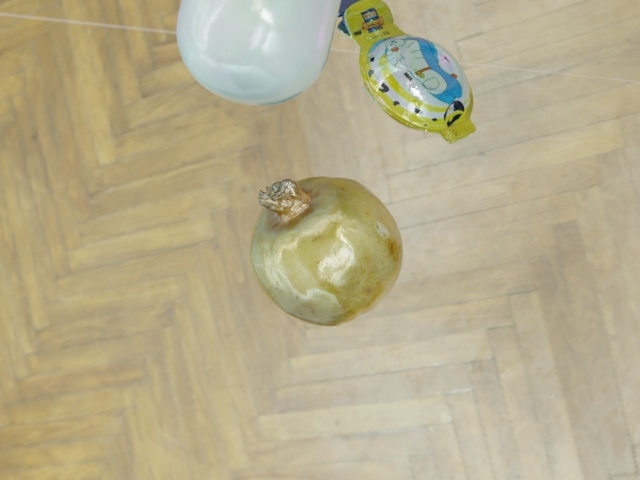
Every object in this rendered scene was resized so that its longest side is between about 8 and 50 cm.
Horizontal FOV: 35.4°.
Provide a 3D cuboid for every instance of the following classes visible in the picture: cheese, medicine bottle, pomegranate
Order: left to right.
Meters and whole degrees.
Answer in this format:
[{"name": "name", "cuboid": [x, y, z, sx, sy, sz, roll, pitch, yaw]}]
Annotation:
[{"name": "medicine bottle", "cuboid": [-0.031, -0.276, 0.826, 0.130, 0.130, 0.341, 2, 75, 31]}, {"name": "pomegranate", "cuboid": [0.009, 0.011, 1.310, 0.207, 0.207, 0.207, 4, 98, 30]}, {"name": "cheese", "cuboid": [0.090, -0.215, 1.183, 0.250, 0.156, 0.064, 51, 139, 14]}]
